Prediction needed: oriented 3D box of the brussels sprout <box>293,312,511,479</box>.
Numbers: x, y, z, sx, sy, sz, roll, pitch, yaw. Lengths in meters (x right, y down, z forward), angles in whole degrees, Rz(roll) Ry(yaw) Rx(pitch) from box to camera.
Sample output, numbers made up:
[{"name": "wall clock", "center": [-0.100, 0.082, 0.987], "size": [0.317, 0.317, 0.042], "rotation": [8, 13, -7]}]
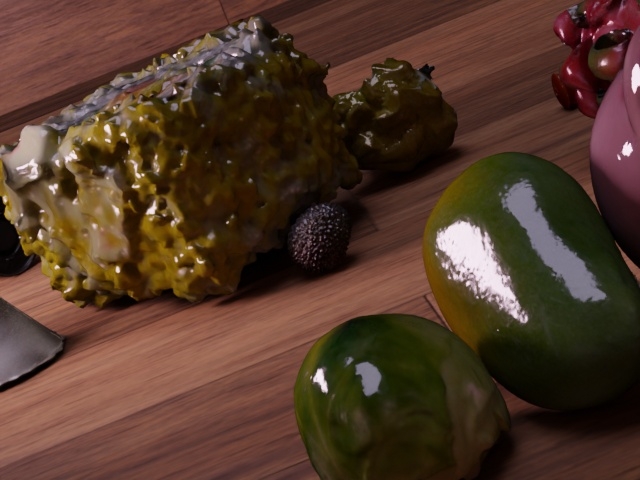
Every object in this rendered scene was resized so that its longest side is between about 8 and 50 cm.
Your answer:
[{"name": "brussels sprout", "center": [0.050, 0.108, 1.093], "size": [0.152, 0.122, 0.149], "rotation": [-8, 24, 42]}]

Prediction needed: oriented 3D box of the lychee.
[{"name": "lychee", "center": [0.000, 0.000, 1.617], "size": [0.068, 0.083, 0.067], "rotation": [7, 20, -44]}]

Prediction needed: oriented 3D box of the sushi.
[{"name": "sushi", "center": [-0.169, -0.078, 1.759], "size": [0.351, 0.240, 0.396], "rotation": [-36, 16, -38]}]

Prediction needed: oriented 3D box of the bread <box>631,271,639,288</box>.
[{"name": "bread", "center": [0.180, 0.060, 1.257], "size": [0.154, 0.028, 0.068], "rotation": [-24, 18, -2]}]

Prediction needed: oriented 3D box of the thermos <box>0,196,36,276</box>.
[{"name": "thermos", "center": [-0.528, 0.001, 2.200], "size": [0.330, 0.109, 0.136], "rotation": [-7, 22, 43]}]

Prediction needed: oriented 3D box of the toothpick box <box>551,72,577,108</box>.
[{"name": "toothpick box", "center": [0.316, -0.190, 1.856], "size": [0.083, 0.047, 0.047], "rotation": [-23, 16, -4]}]

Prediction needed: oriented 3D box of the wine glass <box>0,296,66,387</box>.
[{"name": "wine glass", "center": [-0.383, 0.037, 1.679], "size": [0.156, 0.232, 0.156], "rotation": [-19, 16, 6]}]

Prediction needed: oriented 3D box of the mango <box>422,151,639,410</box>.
[{"name": "mango", "center": [0.161, 0.034, 1.143], "size": [0.114, 0.156, 0.251], "rotation": [8, 28, -33]}]

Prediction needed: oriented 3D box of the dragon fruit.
[{"name": "dragon fruit", "center": [0.337, -0.184, 1.589], "size": [0.273, 0.218, 0.198], "rotation": [-44, -18, -42]}]

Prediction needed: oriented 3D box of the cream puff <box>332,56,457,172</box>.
[{"name": "cream puff", "center": [0.080, -0.133, 1.852], "size": [0.156, 0.121, 0.156], "rotation": [-34, -17, -12]}]

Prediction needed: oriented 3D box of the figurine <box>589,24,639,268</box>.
[{"name": "figurine", "center": [0.313, -0.044, 1.142], "size": [0.270, 0.261, 0.211], "rotation": [-33, -8, -32]}]
